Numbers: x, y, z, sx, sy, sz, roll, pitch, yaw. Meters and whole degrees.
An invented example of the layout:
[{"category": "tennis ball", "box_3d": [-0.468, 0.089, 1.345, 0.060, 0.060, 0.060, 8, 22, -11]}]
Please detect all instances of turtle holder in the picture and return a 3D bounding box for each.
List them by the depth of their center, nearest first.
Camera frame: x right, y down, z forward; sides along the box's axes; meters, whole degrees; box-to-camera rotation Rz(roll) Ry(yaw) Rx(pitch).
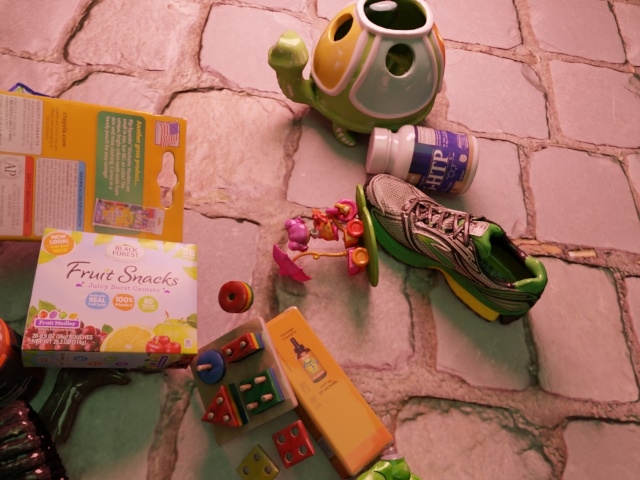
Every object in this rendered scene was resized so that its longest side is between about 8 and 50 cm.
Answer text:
[{"category": "turtle holder", "box_3d": [0.081, -0.343, 0.942, 0.320, 0.227, 0.243, 18, 61, 2]}]

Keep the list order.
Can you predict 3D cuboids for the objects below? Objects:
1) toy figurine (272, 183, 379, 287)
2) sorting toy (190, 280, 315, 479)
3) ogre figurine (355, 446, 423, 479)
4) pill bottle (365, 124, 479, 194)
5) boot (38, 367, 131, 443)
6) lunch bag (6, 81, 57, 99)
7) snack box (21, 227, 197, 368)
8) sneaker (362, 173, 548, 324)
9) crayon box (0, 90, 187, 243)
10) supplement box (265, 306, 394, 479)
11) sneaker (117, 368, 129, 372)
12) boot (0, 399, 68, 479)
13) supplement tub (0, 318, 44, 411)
[{"category": "toy figurine", "box_3d": [0.000, 0.000, 0.804, 0.159, 0.130, 0.173, -7, 74, -2]}, {"category": "sorting toy", "box_3d": [-0.114, 0.199, 0.673, 0.132, 0.046, 0.275, -30, 72, 16]}, {"category": "ogre figurine", "box_3d": [0.106, 0.357, 0.628, 0.197, 0.097, 0.118, 39, 54, 7]}, {"category": "pill bottle", "box_3d": [0.183, -0.152, 0.918, 0.186, 0.112, 0.112, 8, 60, -3]}, {"category": "boot", "box_3d": [-0.325, 0.226, 0.674, 0.106, 0.037, 0.114, 8, 56, 11]}, {"category": "lunch bag", "box_3d": [-0.482, -0.153, 0.810, 0.096, 0.129, 0.151, 23, 60, 5]}, {"category": "snack box", "box_3d": [-0.278, 0.082, 0.685, 0.207, 0.070, 0.175, 9, 55, -25]}, {"category": "sneaker", "box_3d": [0.220, -0.013, 0.827, 0.343, 0.146, 0.134, 34, 62, 12]}, {"category": "crayon box", "box_3d": [-0.372, -0.098, 0.739, 0.322, 0.083, 0.203, 2, 91, -28]}, {"category": "supplement box", "box_3d": [-0.004, 0.213, 0.708, 0.078, 0.080, 0.233, -30, 71, -23]}, {"category": "sneaker", "box_3d": [-0.293, 0.109, 0.732, 0.075, 0.057, 0.161, -24, 64, -14]}, {"category": "boot", "box_3d": [-0.440, 0.235, 0.512, 0.260, 0.348, 0.131, -22, 33, -15]}, {"category": "supplement tub", "box_3d": [-0.425, 0.144, 0.613, 0.106, 0.198, 0.106, 4, 60, -7]}]
